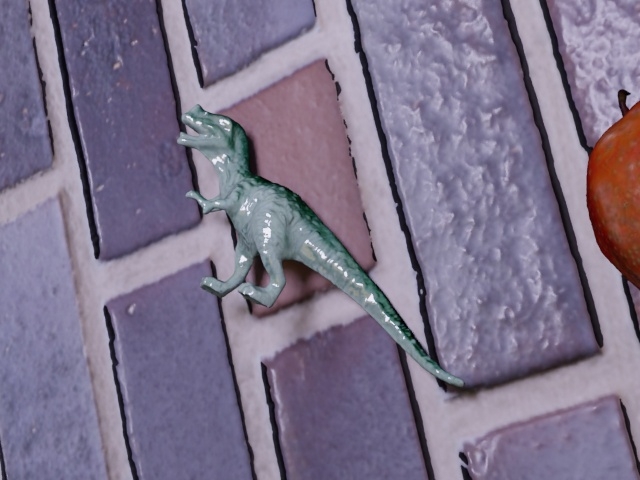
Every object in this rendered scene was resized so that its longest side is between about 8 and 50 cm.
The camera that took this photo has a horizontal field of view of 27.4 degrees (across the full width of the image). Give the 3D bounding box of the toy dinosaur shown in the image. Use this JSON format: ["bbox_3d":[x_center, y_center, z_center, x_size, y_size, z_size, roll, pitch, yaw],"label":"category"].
[{"bbox_3d":[-0.036,0.035,1.197,0.129,0.076,0.383,-41,70,1],"label":"toy dinosaur"}]

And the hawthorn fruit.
[{"bbox_3d":[0.266,-0.043,0.963,0.157,0.157,0.194,-46,52,21],"label":"hawthorn fruit"}]
